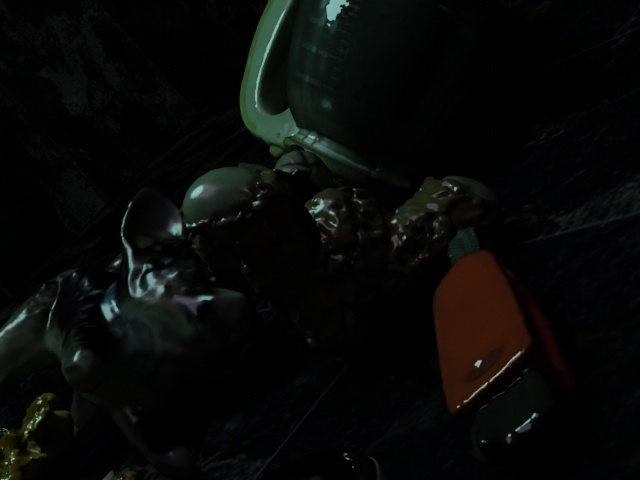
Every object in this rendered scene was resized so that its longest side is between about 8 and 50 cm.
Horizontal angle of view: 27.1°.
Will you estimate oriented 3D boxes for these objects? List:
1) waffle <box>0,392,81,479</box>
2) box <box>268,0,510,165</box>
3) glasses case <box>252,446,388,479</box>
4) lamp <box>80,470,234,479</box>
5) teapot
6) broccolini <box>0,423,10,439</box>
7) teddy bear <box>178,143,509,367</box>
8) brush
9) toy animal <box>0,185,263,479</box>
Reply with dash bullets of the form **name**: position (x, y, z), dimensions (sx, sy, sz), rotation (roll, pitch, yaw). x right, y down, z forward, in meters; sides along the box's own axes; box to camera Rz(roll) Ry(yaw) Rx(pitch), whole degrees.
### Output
- **waffle**: position (-0.286, 0.256, 1.091), dimensions (0.282, 0.058, 0.301), rotation (-63, -8, -4)
- **box**: position (0.088, -0.161, 1.547), dimensions (0.313, 0.089, 0.197), rotation (-41, 13, 4)
- **glasses case**: position (-0.086, 0.231, 0.817), dimensions (0.314, 0.075, 0.122), rotation (-37, 16, 17)
- **lamp**: position (-0.176, 0.243, 0.960), dimensions (0.253, 0.118, 0.118), rotation (-43, 13, -1)
- **teapot**: position (0.033, -0.174, 1.335), dimensions (0.239, 0.321, 0.239), rotation (-63, -20, 3)
- **broccolini**: position (-0.357, 0.239, 1.587), dimensions (0.216, 0.067, 0.058), rotation (-21, 62, 55)
- **teddy bear**: position (0.000, 0.000, 1.126), dimensions (0.267, 0.156, 0.256), rotation (2, 14, -14)
- **brush**: position (0.116, 0.060, 0.870), dimensions (0.070, 0.051, 0.323), rotation (-44, 15, 17)
- **toy animal**: position (-0.176, 0.080, 1.301), dimensions (0.344, 0.194, 0.303), rotation (-17, 33, 49)
